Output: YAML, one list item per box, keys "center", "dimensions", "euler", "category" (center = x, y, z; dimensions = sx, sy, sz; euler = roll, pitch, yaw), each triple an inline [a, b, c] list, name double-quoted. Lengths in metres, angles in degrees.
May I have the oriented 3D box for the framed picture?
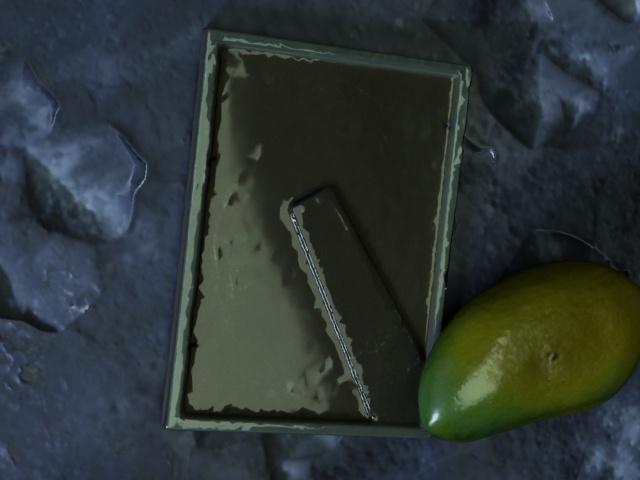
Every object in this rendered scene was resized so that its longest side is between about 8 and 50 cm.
- center: [0.000, 0.000, 1.230]
  dimensions: [0.247, 0.022, 0.335]
  euler: [5, 92, -20]
  category: "framed picture"

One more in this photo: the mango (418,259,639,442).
- center: [0.186, 0.092, 1.262]
  dimensions: [0.238, 0.091, 0.137]
  euler: [-12, 93, -27]
  category: "mango"
